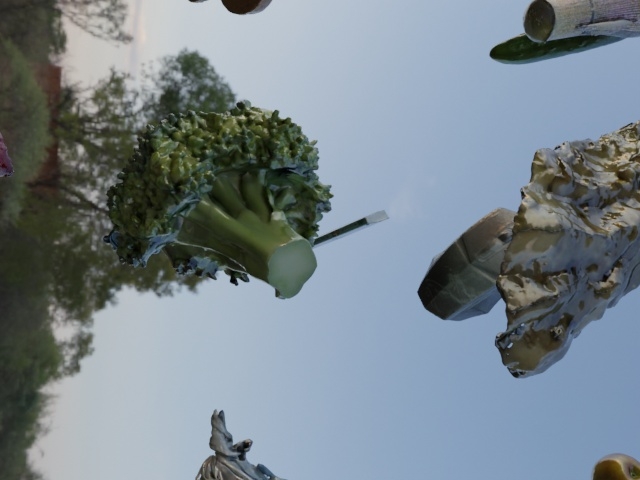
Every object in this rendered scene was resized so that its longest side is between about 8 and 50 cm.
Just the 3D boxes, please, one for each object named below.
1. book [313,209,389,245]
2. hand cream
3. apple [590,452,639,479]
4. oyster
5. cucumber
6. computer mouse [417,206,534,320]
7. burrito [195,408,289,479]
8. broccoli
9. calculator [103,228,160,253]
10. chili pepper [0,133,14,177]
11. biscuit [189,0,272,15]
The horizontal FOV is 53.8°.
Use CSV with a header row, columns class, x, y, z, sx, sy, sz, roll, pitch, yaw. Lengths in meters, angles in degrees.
class,x,y,z,sx,sy,sz,roll,pitch,yaw
book,0.000,0.000,1.392,0.282,0.215,0.025,-22,-91,19
hand cream,0.310,-0.262,0.711,0.084,0.203,0.084,40,-41,47
apple,0.586,0.471,1.225,0.114,0.099,0.102,48,-32,36
oyster,0.169,0.005,0.389,0.072,0.209,0.133,4,-71,39
cucumber,0.386,-0.310,0.965,0.250,0.056,0.056,-8,-104,25
computer mouse,0.253,0.034,0.991,0.126,0.231,0.071,51,-4,25
burrito,-0.034,0.352,0.503,0.139,0.101,0.446,143,-66,-76
broccoli,-0.111,-0.051,0.772,0.260,0.288,0.235,2,-65,58
calculator,-0.277,-0.020,0.999,0.141,0.094,0.019,-30,-148,17
chili pepper,-0.630,-0.217,0.930,0.110,0.387,0.110,-40,-151,28
biscuit,-0.138,-0.429,0.848,0.340,0.047,0.216,53,-45,27
